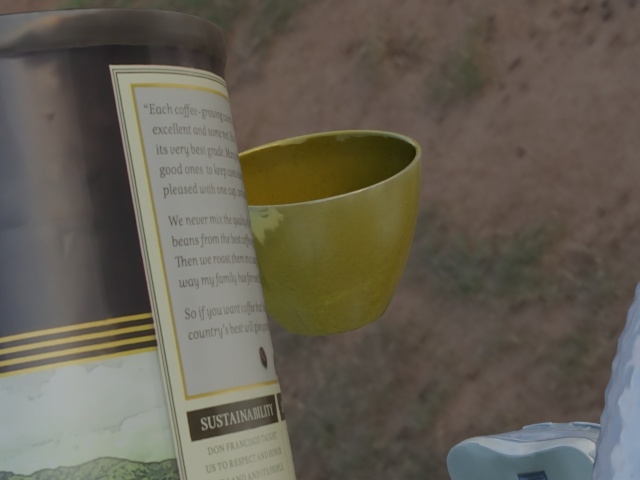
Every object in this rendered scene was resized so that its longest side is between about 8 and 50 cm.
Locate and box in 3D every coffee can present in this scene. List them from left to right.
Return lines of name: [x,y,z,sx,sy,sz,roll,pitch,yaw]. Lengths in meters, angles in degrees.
coffee can: [-0.114,0.065,0.684,0.201,0.201,0.275,-16,83,51]

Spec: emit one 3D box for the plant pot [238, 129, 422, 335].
plant pot: [0.000,0.000,1.009,0.134,0.095,0.134,-9,20,3]

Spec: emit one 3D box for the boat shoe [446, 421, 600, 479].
boat shoe: [0.218,0.219,1.658,0.081,0.079,0.227,-20,4,-35]

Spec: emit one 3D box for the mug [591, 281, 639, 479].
mug: [0.348,0.119,1.032,0.374,0.276,0.328,10,94,50]
